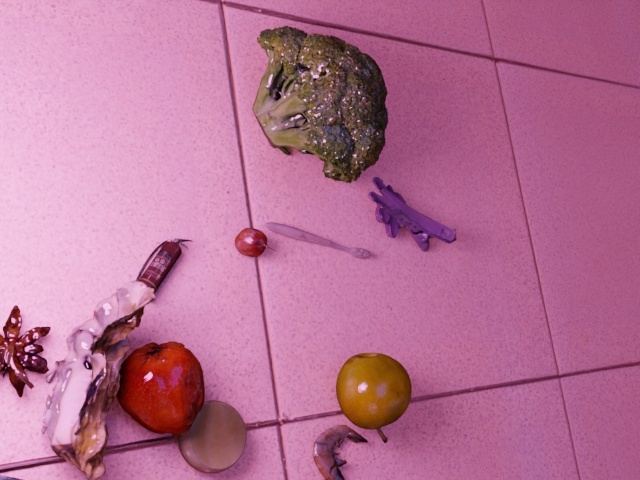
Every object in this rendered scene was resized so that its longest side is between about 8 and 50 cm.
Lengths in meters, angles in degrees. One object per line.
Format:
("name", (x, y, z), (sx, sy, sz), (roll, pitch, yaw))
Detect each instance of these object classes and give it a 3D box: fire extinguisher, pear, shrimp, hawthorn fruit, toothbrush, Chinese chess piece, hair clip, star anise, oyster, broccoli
("fire extinguisher", (-0.329, 0.050, 1.707), (0.064, 0.043, 0.158), (18, 55, 15))
("pear", (0.121, 0.365, 1.894), (0.180, 0.166, 0.216), (-15, 106, -53))
("shrimp", (0.064, 0.511, 1.876), (0.147, 0.035, 0.195), (-28, 92, -42))
("hawthorn fruit", (-0.140, 0.007, 1.830), (0.066, 0.103, 0.067), (-12, 106, -47))
("toothbrush", (0.000, 0.000, 1.987), (0.307, 0.029, 0.025), (17, 74, -33))
("Chinese chess piece", (-0.219, 0.397, 1.674), (0.144, 0.058, 0.144), (11, 71, -34))
("hair clip", (0.221, -0.054, 2.147), (0.278, 0.090, 0.137), (31, 59, -21))
("star anise", (-0.556, 0.196, 1.478), (0.167, 0.057, 0.168), (17, 57, -28))
("hawthorn fruit", (-0.305, 0.282, 1.590), (0.173, 0.173, 0.179), (-63, 142, -32))
("oyster", (-0.395, 0.245, 1.465), (0.114, 0.238, 0.352), (18, 60, -32))
("broccoli", (0.010, -0.314, 1.933), (0.310, 0.321, 0.413), (-42, 119, -30))

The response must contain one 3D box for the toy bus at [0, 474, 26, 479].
("toy bus", (-0.530, 0.452, 1.325), (0.323, 0.194, 0.162), (24, 64, -31))
